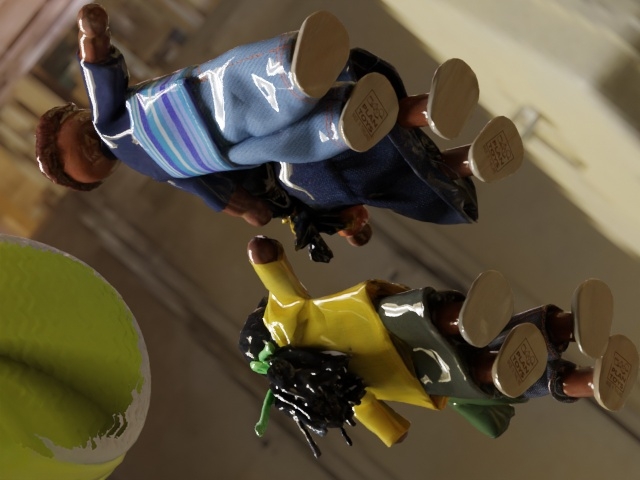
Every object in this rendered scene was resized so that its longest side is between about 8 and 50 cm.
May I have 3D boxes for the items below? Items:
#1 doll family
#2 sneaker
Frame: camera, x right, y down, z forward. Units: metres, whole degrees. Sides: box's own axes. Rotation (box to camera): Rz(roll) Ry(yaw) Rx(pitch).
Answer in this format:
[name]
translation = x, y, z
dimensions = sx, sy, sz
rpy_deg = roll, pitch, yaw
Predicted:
[doll family]
translation = 0.000, 0.000, 0.562
dimensions = 0.111, 0.076, 0.193
rpy_deg = -5, 124, 44
[sneaker]
translation = -0.168, 0.046, 0.497
dimensions = 0.240, 0.126, 0.091
rpy_deg = 11, -122, -30
